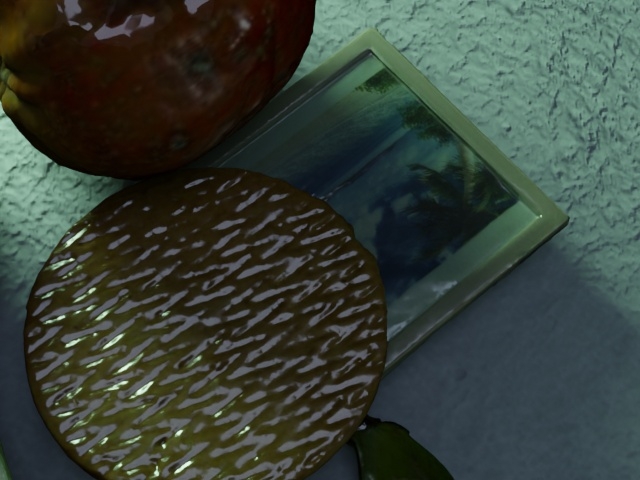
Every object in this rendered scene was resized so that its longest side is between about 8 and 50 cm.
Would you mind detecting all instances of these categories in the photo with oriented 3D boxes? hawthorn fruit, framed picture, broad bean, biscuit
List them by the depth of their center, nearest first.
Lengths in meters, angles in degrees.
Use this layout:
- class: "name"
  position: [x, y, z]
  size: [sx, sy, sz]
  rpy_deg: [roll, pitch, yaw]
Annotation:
- class: "broad bean"
  position: [0.108, 0.240, 0.976]
  size: [0.077, 0.061, 0.339]
  rpy_deg: [-32, 78, -38]
- class: "biscuit"
  position: [-0.080, 0.066, 0.984]
  size: [0.262, 0.037, 0.262]
  rpy_deg: [0, 65, -1]
- class: "hawthorn fruit"
  position: [-0.130, -0.169, 0.993]
  size: [0.261, 0.258, 0.258]
  rpy_deg: [-24, 74, -44]
- class: "framed picture"
  position: [0.000, 0.000, 1.048]
  size: [0.315, 0.024, 0.232]
  rpy_deg: [-38, 72, -18]

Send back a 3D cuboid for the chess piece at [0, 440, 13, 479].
- class: "chess piece"
  position: [-0.290, 0.098, 0.900]
  size: [0.234, 0.234, 0.442]
  rpy_deg: [-5, 68, -9]
